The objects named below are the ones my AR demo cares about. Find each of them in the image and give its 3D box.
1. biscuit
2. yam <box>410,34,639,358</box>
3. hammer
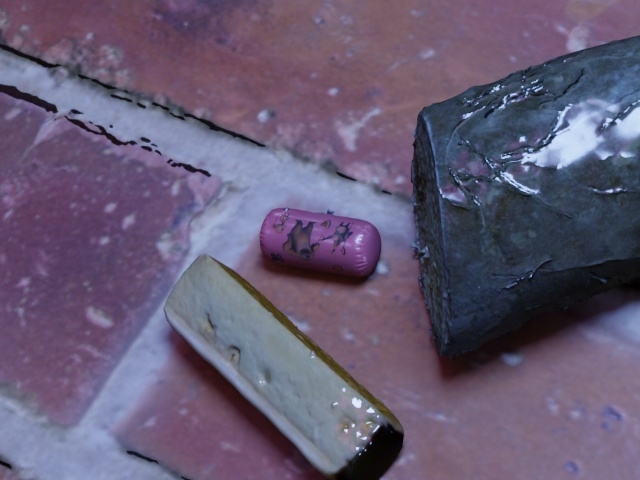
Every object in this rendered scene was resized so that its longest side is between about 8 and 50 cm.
[{"bbox_3d":[-0.027,0.082,0.961,0.056,0.052,0.188,-51,55,4],"label":"biscuit"},{"bbox_3d":[0.162,-0.040,0.919,0.254,0.154,0.154,-20,55,9],"label":"yam"},{"bbox_3d":[0.000,0.000,1.009,0.083,0.043,0.043,10,63,25],"label":"hammer"}]
